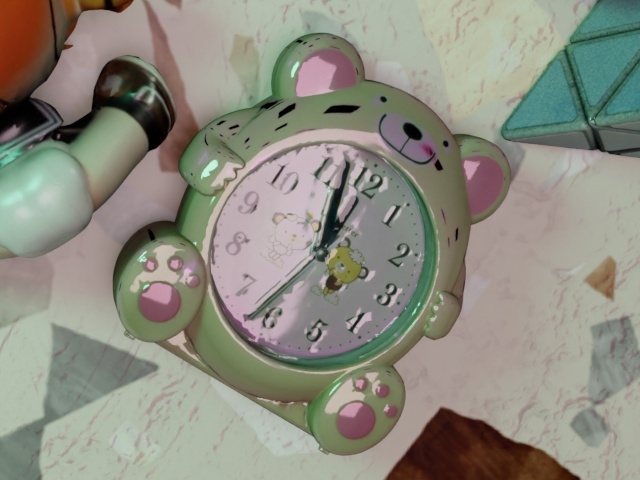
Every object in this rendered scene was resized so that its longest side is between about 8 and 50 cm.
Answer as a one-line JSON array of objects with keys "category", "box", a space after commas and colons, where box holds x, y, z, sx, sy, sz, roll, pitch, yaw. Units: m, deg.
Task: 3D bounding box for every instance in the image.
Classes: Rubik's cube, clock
[{"category": "Rubik's cube", "box": [0.344, -0.156, 1.093, 0.233, 0.229, 0.228, -33, 153, -39]}, {"category": "clock", "box": [0.000, 0.000, 1.070, 0.284, 0.114, 0.309, 33, 92, -14]}]

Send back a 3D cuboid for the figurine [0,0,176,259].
[{"category": "figurine", "box": [-0.288, -0.141, 0.938, 0.320, 0.196, 0.323, -33, 116, 3]}]
